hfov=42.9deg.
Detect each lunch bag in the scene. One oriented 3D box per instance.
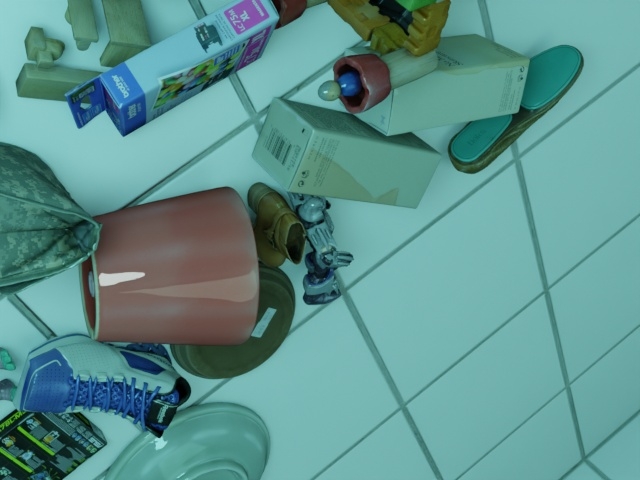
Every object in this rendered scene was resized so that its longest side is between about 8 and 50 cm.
[{"bbox_3d":[-0.464,-0.039,1.097,0.287,0.235,0.168,3,112,-37],"label":"lunch bag"}]

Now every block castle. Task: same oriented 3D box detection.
[{"bbox_3d":[0.044,-0.427,1.094,0.213,0.303,0.453,-27,152,-28],"label":"block castle"}]

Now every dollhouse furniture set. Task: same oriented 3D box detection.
[{"bbox_3d":[-0.347,-0.290,1.156,0.144,0.123,0.151,0,155,-36],"label":"dollhouse furniture set"}]

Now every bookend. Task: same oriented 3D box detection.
[{"bbox_3d":[0.150,-0.424,1.340,0.156,0.157,0.072,-50,136,5],"label":"bookend"}]

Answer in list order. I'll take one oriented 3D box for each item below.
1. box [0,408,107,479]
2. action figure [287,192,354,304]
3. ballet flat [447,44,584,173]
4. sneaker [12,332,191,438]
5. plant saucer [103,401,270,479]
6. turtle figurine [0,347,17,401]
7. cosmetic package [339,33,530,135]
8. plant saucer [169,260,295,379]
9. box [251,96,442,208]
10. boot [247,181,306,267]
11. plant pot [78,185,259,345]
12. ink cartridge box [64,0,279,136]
[{"bbox_3d":[-0.517,0.378,1.491,0.184,0.045,0.190,-37,136,-7],"label":"box"},{"bbox_3d":[0.000,0.000,1.529,0.099,0.185,0.285,-11,145,-5],"label":"action figure"},{"bbox_3d":[0.406,-0.261,1.694,0.342,0.116,0.124,-46,156,0],"label":"ballet flat"},{"bbox_3d":[-0.344,0.254,1.408,0.316,0.182,0.127,6,106,-48],"label":"sneaker"},{"bbox_3d":[-0.269,0.533,1.746,0.401,0.100,0.400,-19,129,-25],"label":"plant saucer"},{"bbox_3d":[-0.602,0.269,1.298,0.234,0.118,0.175,-31,155,-38],"label":"turtle figurine"},{"bbox_3d":[0.207,-0.289,1.479,0.310,0.160,0.113,-14,126,-30],"label":"cosmetic package"},{"bbox_3d":[-0.163,0.167,1.609,0.278,0.041,0.277,-19,129,-26],"label":"plant saucer"},{"bbox_3d":[0.052,-0.153,1.468,0.311,0.148,0.121,6,117,-38],"label":"box"},{"bbox_3d":[-0.073,0.004,1.478,0.073,0.152,0.197,-28,133,-17],"label":"boot"},{"bbox_3d":[-0.256,0.054,1.319,0.243,0.275,0.274,-6,123,-24],"label":"plant pot"},{"bbox_3d":[-0.214,-0.243,1.186,0.311,0.186,0.065,-31,91,-14],"label":"ink cartridge box"}]
